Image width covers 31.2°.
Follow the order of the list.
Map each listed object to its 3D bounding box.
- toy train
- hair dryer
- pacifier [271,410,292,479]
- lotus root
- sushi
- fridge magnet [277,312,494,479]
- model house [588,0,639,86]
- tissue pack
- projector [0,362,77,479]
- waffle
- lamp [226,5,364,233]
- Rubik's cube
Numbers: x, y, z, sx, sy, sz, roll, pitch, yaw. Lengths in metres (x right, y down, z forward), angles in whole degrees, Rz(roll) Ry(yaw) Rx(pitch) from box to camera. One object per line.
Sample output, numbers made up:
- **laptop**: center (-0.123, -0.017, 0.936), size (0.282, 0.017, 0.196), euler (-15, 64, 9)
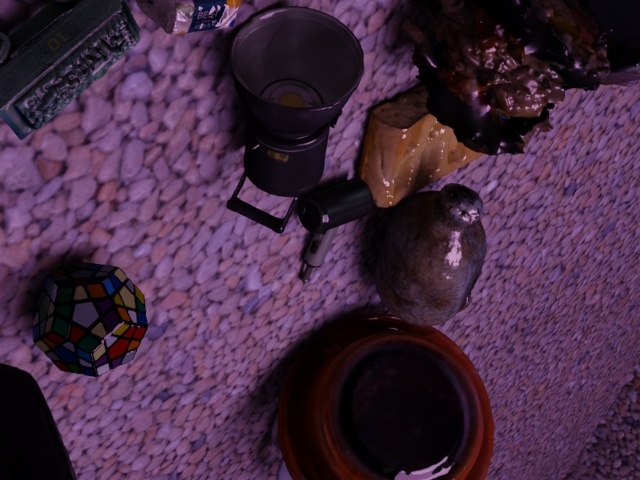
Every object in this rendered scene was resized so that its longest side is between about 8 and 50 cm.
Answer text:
- **toy train**: center (-0.235, -0.169, 1.014), size (0.172, 0.099, 0.070), euler (-42, 154, -9)
- **hair dryer**: center (0.000, 0.000, 1.613), size (0.100, 0.057, 0.197), euler (-21, 148, -37)
- **pacifier**: center (0.066, 0.353, 1.949), size (0.299, 0.233, 0.244), euler (-46, 149, -5)
- **lotus root**: center (0.164, 0.023, 1.728), size (0.175, 0.175, 0.349), euler (-38, 159, -18)
- **sushi**: center (0.230, -0.233, 1.444), size (0.225, 0.238, 0.218), euler (-3, 139, -53)
- **fridge magnet**: center (0.111, 0.289, 1.816), size (0.364, 0.363, 0.155), euler (-34, 175, -24)
- **model house**: center (0.551, -0.305, 1.527), size (0.360, 0.339, 0.297), euler (-172, -81, -75)
- **tissue pack**: center (-0.128, -0.233, 1.119), size (0.083, 0.062, 0.042), euler (-18, 144, -42)
- **projector**: center (-0.480, 0.286, 1.012), size (0.395, 0.242, 0.405), euler (20, 111, -40)
- **waffle**: center (0.171, -0.158, 1.634), size (0.274, 0.057, 0.168), euler (-29, 147, -32)
- **lamp**: center (-0.032, -0.142, 1.316), size (0.172, 0.147, 0.227), euler (-59, 169, -31)
- **Rubik's cube**: center (-0.260, 0.088, 1.290), size (0.133, 0.133, 0.112), euler (91, 22, -51)
